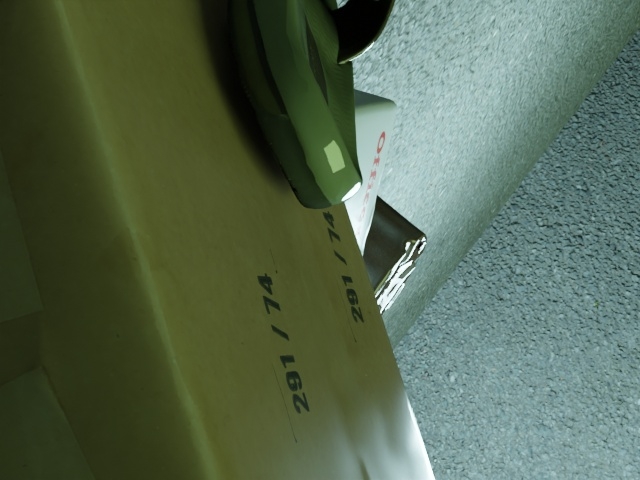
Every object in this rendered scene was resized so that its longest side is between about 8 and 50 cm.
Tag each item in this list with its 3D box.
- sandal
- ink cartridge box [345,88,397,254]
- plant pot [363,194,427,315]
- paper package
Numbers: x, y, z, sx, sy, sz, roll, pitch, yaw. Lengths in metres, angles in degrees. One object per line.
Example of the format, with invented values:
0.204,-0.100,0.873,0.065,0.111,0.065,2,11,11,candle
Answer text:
0.006,-0.148,0.625,0.086,0.303,0.120,-19,144,16,sandal
-0.057,-0.014,0.924,0.278,0.117,0.201,-24,131,-66,ink cartridge box
0.000,0.000,1.165,0.167,0.165,0.167,-52,168,-17,plant pot
-0.083,0.050,0.563,0.168,0.325,0.309,-20,177,15,paper package
